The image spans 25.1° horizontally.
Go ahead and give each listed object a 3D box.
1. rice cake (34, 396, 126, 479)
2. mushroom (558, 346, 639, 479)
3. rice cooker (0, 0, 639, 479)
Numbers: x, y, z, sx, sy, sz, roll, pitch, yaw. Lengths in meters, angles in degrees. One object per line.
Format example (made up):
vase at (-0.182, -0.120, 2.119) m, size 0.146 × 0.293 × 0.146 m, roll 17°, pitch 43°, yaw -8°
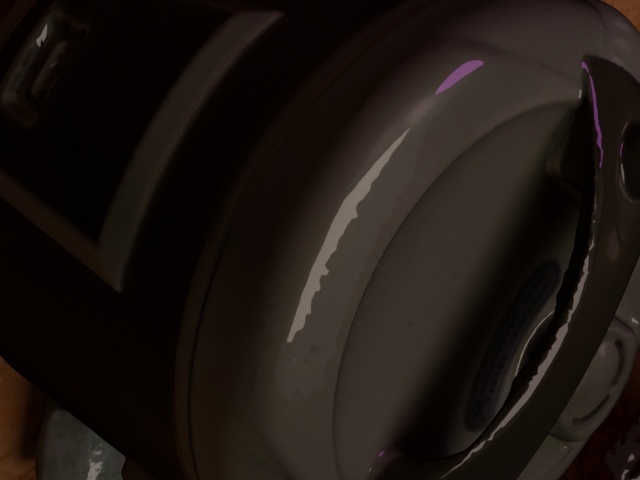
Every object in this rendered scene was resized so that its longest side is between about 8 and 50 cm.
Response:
rice cake at (-0.049, 0.110, 0.975) m, size 0.336 × 0.063 × 0.066 m, roll -7°, pitch 111°, yaw -43°
mushroom at (0.201, 0.151, 1.163) m, size 0.334 × 0.356 × 0.331 m, roll -26°, pitch 165°, yaw 25°
rice cooker at (0.000, 0.000, 0.751) m, size 0.335 × 0.325 × 0.335 m, roll -26°, pitch 130°, yaw -35°
